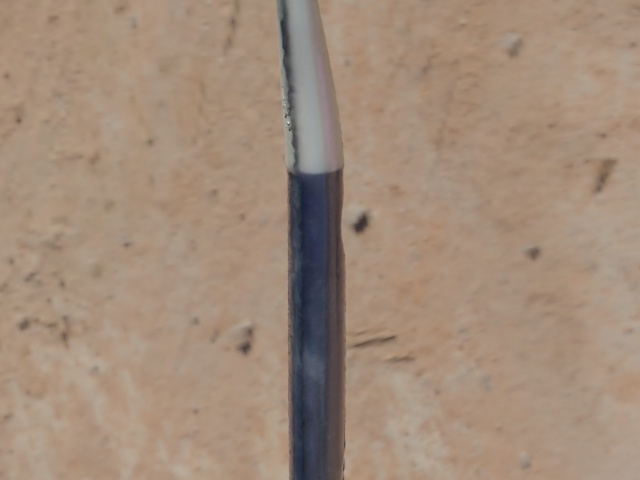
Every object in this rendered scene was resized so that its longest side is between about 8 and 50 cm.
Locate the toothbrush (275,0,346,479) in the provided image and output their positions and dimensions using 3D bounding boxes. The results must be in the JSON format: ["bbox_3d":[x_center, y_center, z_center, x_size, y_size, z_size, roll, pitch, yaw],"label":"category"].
[{"bbox_3d":[0.000,0.000,0.437,0.026,0.024,0.288,3,120,4],"label":"toothbrush"}]
